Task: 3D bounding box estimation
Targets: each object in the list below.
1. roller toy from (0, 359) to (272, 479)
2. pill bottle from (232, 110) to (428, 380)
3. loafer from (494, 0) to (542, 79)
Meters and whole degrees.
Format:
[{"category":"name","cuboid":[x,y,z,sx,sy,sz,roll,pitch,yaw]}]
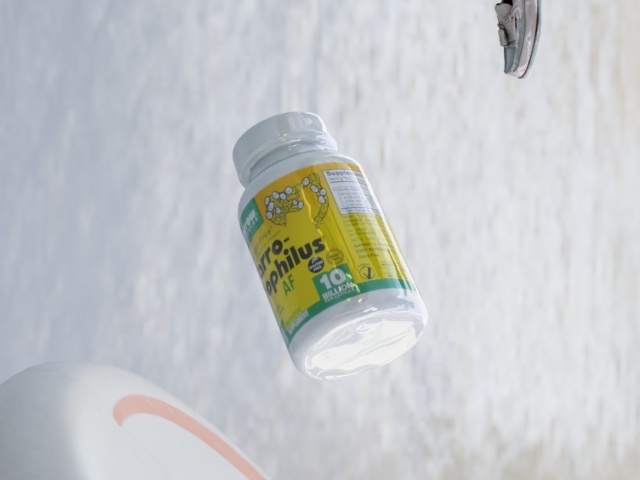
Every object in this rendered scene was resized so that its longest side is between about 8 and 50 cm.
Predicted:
[{"category":"roller toy","cuboid":[-0.065,0.144,0.463,0.209,0.146,0.191,40,12,-52]},{"category":"pill bottle","cuboid":[0.000,0.000,1.378,0.117,0.118,0.208,59,8,-61]},{"category":"loafer","cuboid":[0.150,-0.189,1.299,0.045,0.039,0.125,-160,-104,-72]}]
